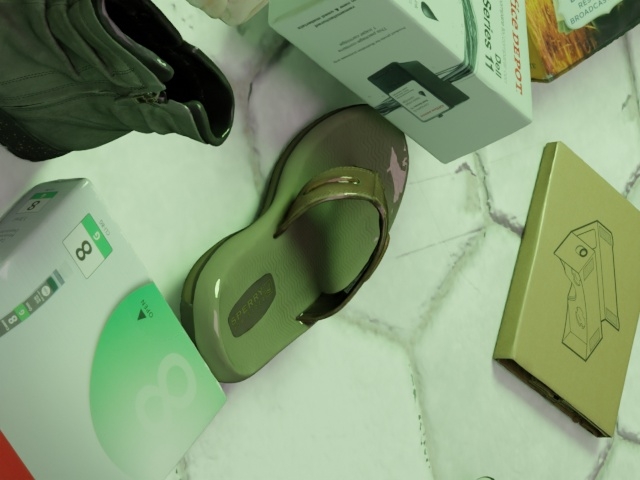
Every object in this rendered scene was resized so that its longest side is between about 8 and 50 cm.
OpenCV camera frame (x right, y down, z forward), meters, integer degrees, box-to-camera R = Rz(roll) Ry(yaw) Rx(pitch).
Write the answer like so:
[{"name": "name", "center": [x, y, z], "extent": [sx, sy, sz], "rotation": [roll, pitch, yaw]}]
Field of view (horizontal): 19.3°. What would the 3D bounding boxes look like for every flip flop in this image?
[{"name": "flip flop", "center": [0.000, 0.000, 1.282], "extent": [0.277, 0.080, 0.112], "rotation": [-47, 121, -48]}]

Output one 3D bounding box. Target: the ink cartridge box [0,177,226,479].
[{"name": "ink cartridge box", "center": [-0.169, 0.099, 1.107], "extent": [0.224, 0.056, 0.181], "rotation": [-53, 124, -40]}]

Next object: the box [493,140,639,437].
[{"name": "box", "center": [0.218, 0.042, 1.581], "extent": [0.164, 0.021, 0.201], "rotation": [37, 60, -41]}]

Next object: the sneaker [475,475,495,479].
[{"name": "sneaker", "center": [0.103, 0.210, 1.418], "extent": [0.109, 0.040, 0.043], "rotation": [-46, 118, -41]}]

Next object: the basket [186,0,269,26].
[{"name": "basket", "center": [-0.084, -0.347, 0.981], "extent": [0.328, 0.331, 0.266], "rotation": [32, 20, -44]}]

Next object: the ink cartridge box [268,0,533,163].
[{"name": "ink cartridge box", "center": [0.061, -0.173, 1.344], "extent": [0.208, 0.087, 0.153], "rotation": [35, 44, -42]}]

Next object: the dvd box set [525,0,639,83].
[{"name": "dvd box set", "center": [0.203, -0.381, 1.499], "extent": [0.307, 0.062, 0.420], "rotation": [-33, 113, -23]}]

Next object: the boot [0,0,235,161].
[{"name": "boot", "center": [-0.166, -0.129, 1.048], "extent": [0.246, 0.161, 0.083], "rotation": [38, 58, -40]}]
